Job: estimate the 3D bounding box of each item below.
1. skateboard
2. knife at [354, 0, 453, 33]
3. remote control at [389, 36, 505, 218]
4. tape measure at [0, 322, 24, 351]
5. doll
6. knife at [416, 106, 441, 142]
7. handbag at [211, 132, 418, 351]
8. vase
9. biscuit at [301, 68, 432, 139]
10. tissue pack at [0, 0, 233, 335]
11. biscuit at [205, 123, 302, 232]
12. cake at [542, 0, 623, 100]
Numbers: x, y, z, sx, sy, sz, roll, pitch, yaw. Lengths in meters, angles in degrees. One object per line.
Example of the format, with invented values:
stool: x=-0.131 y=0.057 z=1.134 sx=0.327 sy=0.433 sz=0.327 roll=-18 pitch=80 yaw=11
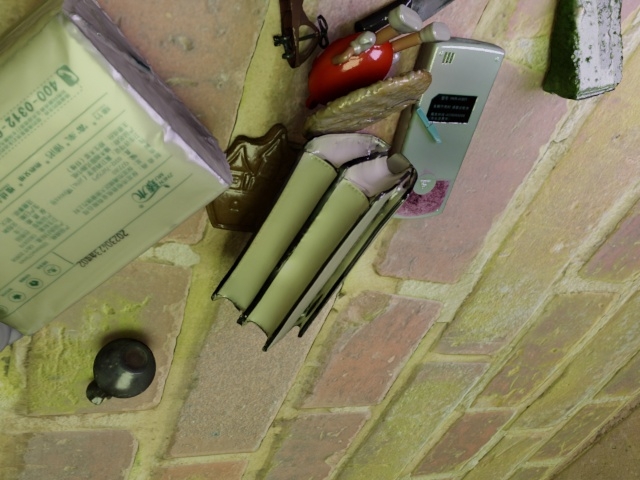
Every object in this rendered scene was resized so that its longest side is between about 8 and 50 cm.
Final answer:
skateboard: x=-0.029 y=-0.319 z=0.695 sx=0.080 sy=0.067 sz=0.151 roll=-22 pitch=139 yaw=-18
knife: x=0.159 y=-0.362 z=0.758 sx=0.231 sy=0.028 sz=0.060 roll=-30 pitch=145 yaw=0
remote control: x=0.206 y=-0.187 z=0.900 sx=0.145 sy=0.050 sz=0.343 roll=-2 pitch=129 yaw=-21
tape measure: x=-0.598 y=0.120 z=0.799 sx=0.179 sy=0.105 sz=0.196 roll=-23 pitch=135 yaw=-13
doll: x=0.065 y=-0.263 z=0.729 sx=0.217 sy=0.085 sz=0.183 roll=-26 pitch=176 yaw=37
knife: x=0.187 y=-0.196 z=0.847 sx=0.014 sy=0.005 sz=0.091 roll=-36 pitch=132 yaw=12
handbag: x=0.000 y=0.000 z=0.856 sx=0.358 sy=0.160 sz=0.237 roll=-54 pitch=170 yaw=28
vase: x=-0.413 y=0.275 z=1.002 sx=0.120 sy=0.120 sz=0.183 roll=22 pitch=130 yaw=-35
biscuit: x=0.070 y=-0.200 z=0.754 sx=0.220 sy=0.220 sz=0.033 roll=-22 pitch=90 yaw=-4
tissue pack: x=-0.349 y=-0.088 z=0.648 sx=0.381 sy=0.207 sz=0.297 roll=-34 pitch=131 yaw=6
biscuit: x=-0.102 y=-0.101 z=0.857 sx=0.182 sy=0.034 sz=0.215 roll=7 pitch=125 yaw=-28
cake: x=0.450 y=-0.372 z=0.860 sx=0.100 sy=0.099 sz=0.235 roll=-16 pitch=112 yaw=-8
